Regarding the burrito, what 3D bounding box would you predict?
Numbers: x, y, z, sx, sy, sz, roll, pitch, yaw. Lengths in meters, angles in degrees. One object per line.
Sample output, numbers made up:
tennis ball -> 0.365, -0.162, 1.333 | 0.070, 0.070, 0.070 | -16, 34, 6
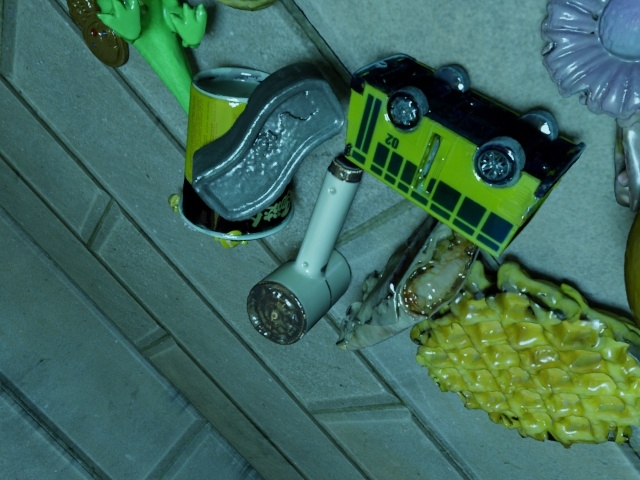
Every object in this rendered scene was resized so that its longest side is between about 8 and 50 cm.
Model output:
burrito -> 0.135, 0.080, 0.752 | 0.107, 0.175, 0.348 | 27, 141, -8

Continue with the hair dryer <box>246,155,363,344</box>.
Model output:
hair dryer -> 0.000, 0.000, 0.811 | 0.128, 0.203, 0.362 | 30, 120, 16

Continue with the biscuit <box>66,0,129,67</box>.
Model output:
biscuit -> -0.447, -0.426, 0.897 | 0.124, 0.026, 0.175 | -11, 117, 44

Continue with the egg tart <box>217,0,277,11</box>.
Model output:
egg tart -> -0.119, -0.424, 0.549 | 0.293, 0.123, 0.294 | 21, 135, 22

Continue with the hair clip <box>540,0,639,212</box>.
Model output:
hair clip -> 0.325, -0.149, 0.466 | 0.172, 0.069, 0.301 | 3, 126, 41

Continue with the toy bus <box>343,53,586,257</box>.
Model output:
toy bus -> 0.157, -0.113, 0.565 | 0.262, 0.128, 0.150 | 38, 140, 23

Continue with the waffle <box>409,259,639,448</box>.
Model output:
waffle -> 0.346, 0.207, 0.754 | 0.381, 0.095, 0.380 | 31, 140, 10

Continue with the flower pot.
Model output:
flower pot -> -0.071, -0.136, 0.622 | 0.229, 0.108, 0.103 | -42, 120, 13

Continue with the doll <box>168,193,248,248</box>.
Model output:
doll -> -0.249, -0.045, 1.033 | 0.207, 0.081, 0.129 | 30, 158, 12

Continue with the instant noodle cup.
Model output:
instant noodle cup -> -0.138, -0.152, 0.767 | 0.215, 0.215, 0.236 | 25, 128, 21

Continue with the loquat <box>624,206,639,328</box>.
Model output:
loquat -> 0.422, 0.025, 0.401 | 0.262, 0.263, 0.263 | 23, 137, 23

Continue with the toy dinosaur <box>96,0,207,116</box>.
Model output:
toy dinosaur -> -0.324, -0.389, 0.778 | 0.375, 0.143, 0.500 | 55, 162, 19
